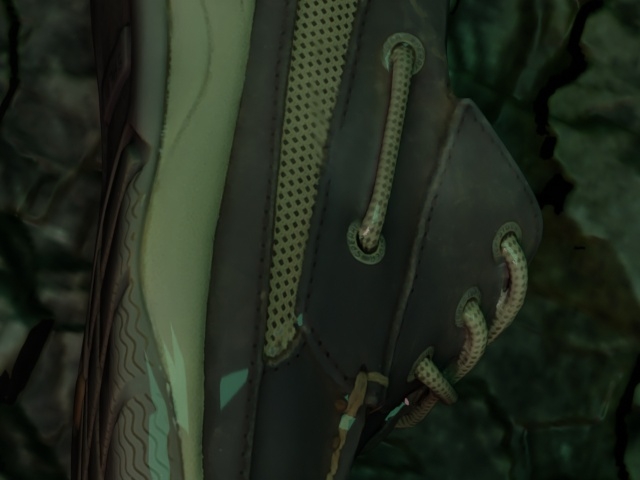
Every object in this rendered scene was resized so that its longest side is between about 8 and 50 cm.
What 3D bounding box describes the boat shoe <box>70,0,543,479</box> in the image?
[{"bbox_3d":[0.000,0.000,0.391,0.130,0.132,0.355,3,80,-14],"label":"boat shoe"}]
